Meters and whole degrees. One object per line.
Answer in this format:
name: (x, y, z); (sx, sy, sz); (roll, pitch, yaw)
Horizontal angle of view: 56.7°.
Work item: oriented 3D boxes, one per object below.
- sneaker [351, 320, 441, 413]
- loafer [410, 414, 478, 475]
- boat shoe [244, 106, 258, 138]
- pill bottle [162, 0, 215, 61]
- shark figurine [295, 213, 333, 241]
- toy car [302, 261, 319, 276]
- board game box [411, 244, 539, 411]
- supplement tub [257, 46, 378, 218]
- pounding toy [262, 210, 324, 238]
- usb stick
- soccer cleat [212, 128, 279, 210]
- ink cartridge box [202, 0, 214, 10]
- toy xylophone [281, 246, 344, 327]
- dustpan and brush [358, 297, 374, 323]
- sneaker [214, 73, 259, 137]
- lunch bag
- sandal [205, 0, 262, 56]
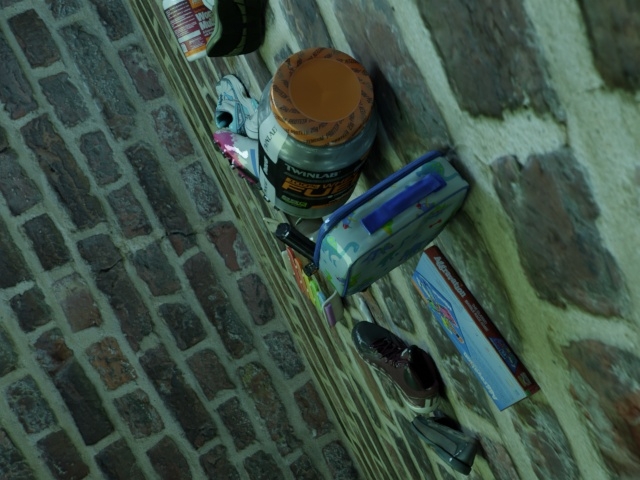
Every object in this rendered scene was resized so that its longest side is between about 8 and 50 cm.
sneaker: (0.183, 0.261, 1.388); (0.281, 0.106, 0.162); (43, 154, 29)
loafer: (0.300, 0.465, 1.411); (0.096, 0.084, 0.267); (33, 177, -12)
boat shoe: (-0.117, -0.295, 1.440); (0.258, 0.095, 0.084); (24, 137, 54)
pill bottle: (-0.347, -0.607, 1.596); (0.221, 0.121, 0.121); (67, 166, -21)
shark figurine: (0.016, -0.031, 1.386); (0.278, 0.116, 0.166); (46, 158, 46)
toy car: (0.007, 0.101, 1.753); (0.122, 0.060, 0.040); (37, -163, 22)
board game box: (0.253, 0.152, 1.015); (0.281, 0.027, 0.145); (57, 165, 20)
supplement tub: (-0.011, -0.172, 1.009); (0.193, 0.194, 0.316); (60, 168, 12)
pounding toy: (-0.062, -0.048, 1.580); (0.130, 0.141, 0.100); (61, 168, 9)
usb stick: (0.006, 0.045, 1.461); (0.278, 0.045, 0.077); (36, 173, -24)
soccer cleat: (-0.148, -0.210, 1.556); (0.331, 0.143, 0.116); (44, 171, 29)
ink cartridge box: (-0.235, -0.570, 1.392); (0.224, 0.056, 0.181); (65, 167, -6)
toy xylophone: (-0.026, 0.118, 1.916); (0.323, 0.081, 0.236); (44, 158, 53)
dustpan and brush: (0.144, 0.257, 1.621); (0.211, 0.060, 0.147); (56, 172, -4)
sneaker: (-0.260, -0.385, 1.705); (0.283, 0.122, 0.110); (50, 161, 44)
lunch bag: (0.097, -0.023, 0.833); (0.090, 0.219, 0.176); (52, 166, 16)
sandal: (-0.183, -0.483, 1.275); (0.303, 0.120, 0.086); (137, 122, -69)
